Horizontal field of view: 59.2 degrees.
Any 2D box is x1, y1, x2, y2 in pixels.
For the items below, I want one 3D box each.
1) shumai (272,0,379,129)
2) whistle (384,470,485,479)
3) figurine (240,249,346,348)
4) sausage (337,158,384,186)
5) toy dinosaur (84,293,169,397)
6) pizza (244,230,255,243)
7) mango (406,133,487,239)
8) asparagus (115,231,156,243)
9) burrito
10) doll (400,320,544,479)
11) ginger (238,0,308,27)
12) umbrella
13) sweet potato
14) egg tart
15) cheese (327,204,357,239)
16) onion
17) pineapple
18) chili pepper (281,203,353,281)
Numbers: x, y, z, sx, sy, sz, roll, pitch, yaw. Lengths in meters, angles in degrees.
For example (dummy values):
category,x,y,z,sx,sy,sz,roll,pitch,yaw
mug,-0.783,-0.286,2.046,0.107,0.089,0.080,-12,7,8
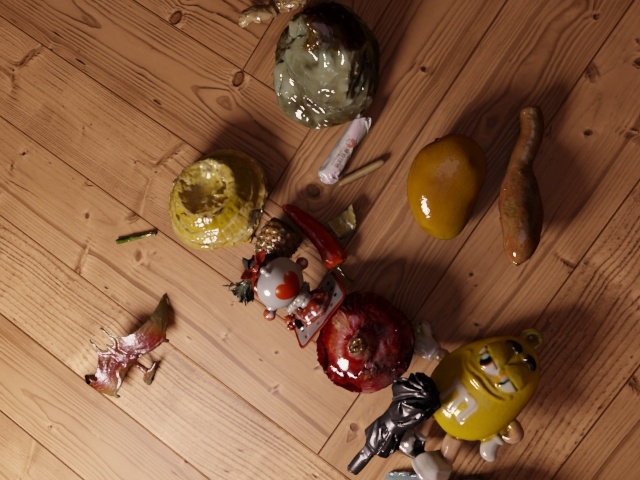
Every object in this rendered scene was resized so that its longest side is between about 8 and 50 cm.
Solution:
category,x,y,z,sx,sy,sz,roll,pitch,yaw
shumai,-0.007,-0.439,1.353,0.304,0.263,0.309,-37,84,8
whistle,0.311,0.659,1.373,0.348,0.189,0.189,10,94,22
figurine,-0.090,0.118,1.389,0.226,0.160,0.183,34,99,-22
sausage,0.107,-0.175,1.456,0.132,0.024,0.024,-25,86,12
toy dinosaur,-0.540,0.299,1.580,0.206,0.113,0.327,14,107,-15
pizza,-0.219,-0.055,1.516,0.175,0.046,0.134,-35,84,10
mango,0.296,-0.134,1.361,0.175,0.139,0.254,22,102,14
asparagus,-0.523,-0.008,1.596,0.127,0.018,0.015,-11,115,12
burrito,0.061,-0.233,1.446,0.064,0.064,0.203,35,101,9
doll,0.327,0.383,1.367,0.348,0.161,0.423,13,87,27
ginger,-0.103,-0.636,1.458,0.258,0.065,0.149,-20,57,23
umbrella,0.163,0.449,1.346,0.118,0.118,0.340,38,116,8
sweet potato,0.481,-0.126,1.344,0.109,0.109,0.385,5,81,12
egg tart,-0.275,-0.117,1.458,0.290,0.115,0.290,-4,72,13
cheese,0.069,-0.050,1.460,0.084,0.041,0.060,-42,76,25
onion,0.104,0.245,1.370,0.252,0.219,0.252,-3,80,18
pineapple,-0.149,0.064,1.476,0.125,0.125,0.251,38,104,8
chili pepper,0.000,0.000,1.460,0.063,0.071,0.272,-44,81,29
